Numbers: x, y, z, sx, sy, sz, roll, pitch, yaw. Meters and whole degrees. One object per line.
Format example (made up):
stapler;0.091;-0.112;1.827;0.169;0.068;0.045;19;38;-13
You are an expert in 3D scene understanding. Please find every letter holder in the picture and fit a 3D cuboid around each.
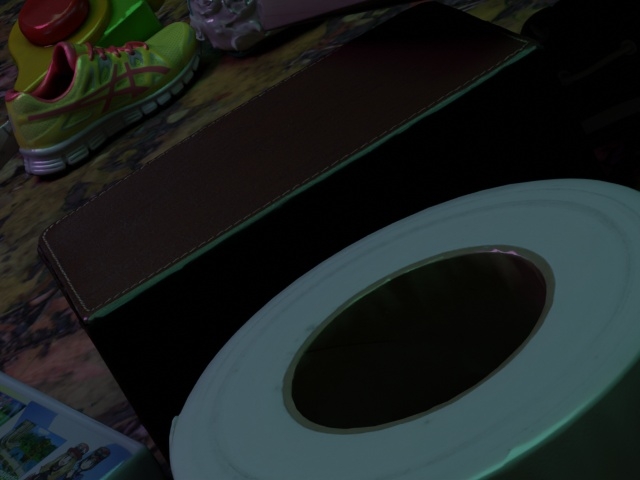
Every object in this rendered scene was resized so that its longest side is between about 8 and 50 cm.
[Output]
letter holder;0.000;0.000;1.196;0.302;0.152;0.214;-32;22;-7

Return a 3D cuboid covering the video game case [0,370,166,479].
video game case;-0.288;0.198;1.255;0.300;0.036;0.329;-38;25;-21

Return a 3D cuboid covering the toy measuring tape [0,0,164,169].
toy measuring tape;-0.278;-0.144;1.832;0.330;0.121;0.121;-43;26;-11

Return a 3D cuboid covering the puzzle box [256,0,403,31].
puzzle box;0.186;-0.206;1.271;0.409;0.052;0.272;-13;4;-19

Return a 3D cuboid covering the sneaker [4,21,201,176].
sneaker;-0.196;-0.148;1.764;0.208;0.094;0.081;-39;24;-26

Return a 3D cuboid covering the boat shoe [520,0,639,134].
boat shoe;0.189;-0.128;1.310;0.302;0.091;0.114;-17;25;23

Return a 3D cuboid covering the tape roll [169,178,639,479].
tape roll;0.077;0.108;0.873;0.246;0.169;0.246;-23;25;11

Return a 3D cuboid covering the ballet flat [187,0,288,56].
ballet flat;0.051;-0.312;1.776;0.409;0.147;0.147;-31;24;-6
